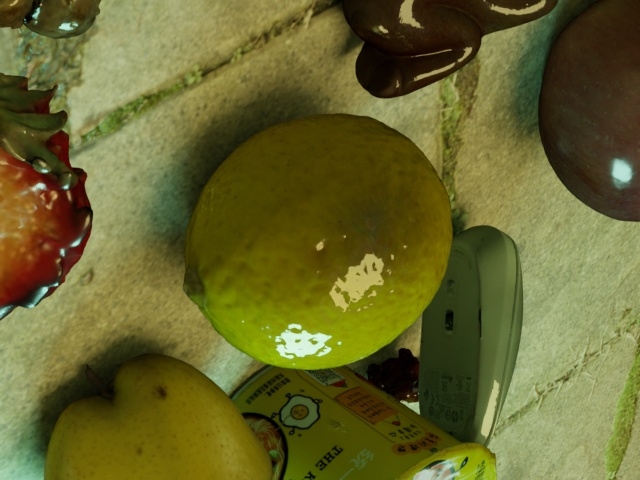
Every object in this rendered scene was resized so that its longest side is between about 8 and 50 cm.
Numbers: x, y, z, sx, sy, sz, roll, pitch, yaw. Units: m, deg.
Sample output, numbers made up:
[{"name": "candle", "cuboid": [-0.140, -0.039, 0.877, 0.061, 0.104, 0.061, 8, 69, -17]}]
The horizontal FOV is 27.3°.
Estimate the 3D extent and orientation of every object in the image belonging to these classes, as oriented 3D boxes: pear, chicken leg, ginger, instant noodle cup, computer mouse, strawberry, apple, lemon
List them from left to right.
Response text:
[{"name": "strawberry", "cuboid": [-0.301, -0.029, 1.003, 0.253, 0.150, 0.280, 8, 128, -13]}, {"name": "ginger", "cuboid": [-0.250, -0.193, 0.961, 0.204, 0.080, 0.104, -2, 103, -47]}, {"name": "pear", "cuboid": [-0.176, 0.206, 1.367, 0.267, 0.267, 0.178, -21, 112, -37]}, {"name": "lemon", "cuboid": [-0.001, 0.001, 1.296, 0.267, 0.267, 0.267, -30, 142, -28]}, {"name": "instant noodle cup", "cuboid": [0.015, 0.305, 1.599, 0.325, 0.254, 0.326, -30, 141, -28]}, {"name": "chicken leg", "cuboid": [0.132, 0.186, 1.807, 0.219, 0.048, 0.089, 4, 122, -51]}, {"name": "computer mouse", "cuboid": [0.199, 0.124, 1.670, 0.097, 0.159, 0.288, 3, 88, -28]}, {"name": "apple", "cuboid": [0.397, -0.178, 1.599, 0.305, 0.235, 0.306, -27, 139, -26]}]

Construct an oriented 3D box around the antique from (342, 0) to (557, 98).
[{"name": "antique", "cuboid": [0.131, -0.266, 1.313, 0.257, 0.121, 0.143, -32, 134, -14]}]
